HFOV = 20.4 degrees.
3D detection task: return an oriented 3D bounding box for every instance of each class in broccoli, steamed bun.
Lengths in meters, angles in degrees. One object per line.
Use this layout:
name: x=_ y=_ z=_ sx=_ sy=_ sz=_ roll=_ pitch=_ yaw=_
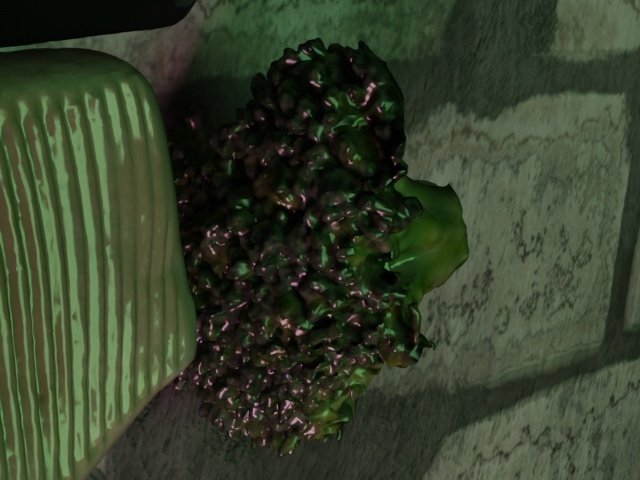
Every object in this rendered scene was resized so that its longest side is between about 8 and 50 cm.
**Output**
broccoli: x=0.000 y=0.000 z=1.280 sx=0.288 sy=0.248 sz=0.245 roll=-39 pitch=170 yaw=30
steamed bun: x=-0.252 y=0.039 z=0.917 sx=0.383 sy=0.236 sz=0.247 roll=-39 pitch=124 yaw=-50

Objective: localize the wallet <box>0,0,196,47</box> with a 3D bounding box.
wallet: x=-0.206 y=-0.216 z=1.024 sx=0.406 sy=0.062 sz=0.228 roll=-18 pitch=118 yaw=-51
